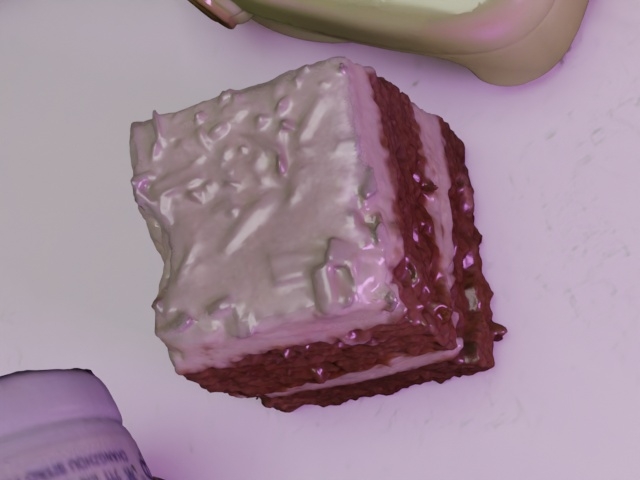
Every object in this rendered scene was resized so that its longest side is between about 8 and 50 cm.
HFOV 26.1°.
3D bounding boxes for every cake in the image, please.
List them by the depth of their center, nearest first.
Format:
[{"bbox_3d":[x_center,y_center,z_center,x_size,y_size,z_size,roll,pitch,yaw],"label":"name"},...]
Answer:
[{"bbox_3d":[0.000,0.000,0.648,0.135,0.147,0.135,-15,68,17],"label":"cake"}]

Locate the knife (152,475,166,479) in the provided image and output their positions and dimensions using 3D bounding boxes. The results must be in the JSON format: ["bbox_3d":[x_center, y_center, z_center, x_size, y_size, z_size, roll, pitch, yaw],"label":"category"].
[{"bbox_3d":[0.004,0.182,0.655,0.365,0.043,0.089,18,82,27],"label":"knife"}]

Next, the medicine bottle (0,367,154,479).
[{"bbox_3d":[-0.108,0.240,0.581,0.190,0.190,0.332,-32,74,10],"label":"medicine bottle"}]

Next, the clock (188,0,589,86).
[{"bbox_3d":[0.005,-0.214,0.738,0.308,0.096,0.235,11,80,24],"label":"clock"}]
